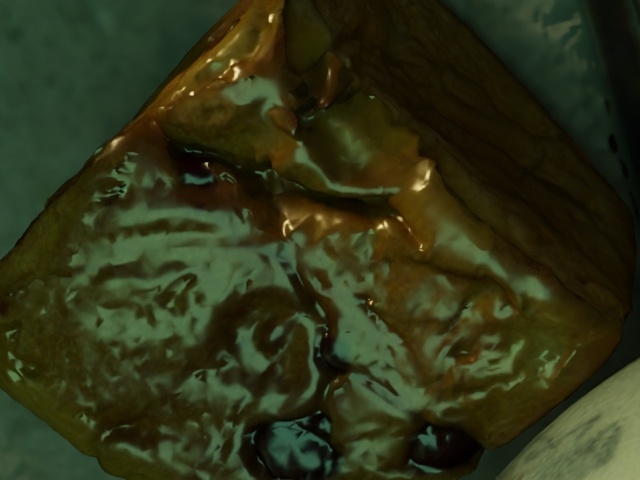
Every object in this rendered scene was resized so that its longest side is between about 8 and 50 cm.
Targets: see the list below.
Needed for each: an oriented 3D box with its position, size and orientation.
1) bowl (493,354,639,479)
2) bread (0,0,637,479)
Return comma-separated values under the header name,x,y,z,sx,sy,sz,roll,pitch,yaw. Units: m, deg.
name,x,y,z,sx,sy,sz,roll,pitch,yaw
bowl,0.139,0.168,0.561,0.435,0.196,0.434,-11,112,-31
bread,0.000,0.000,0.576,0.143,0.158,0.149,45,117,-4
